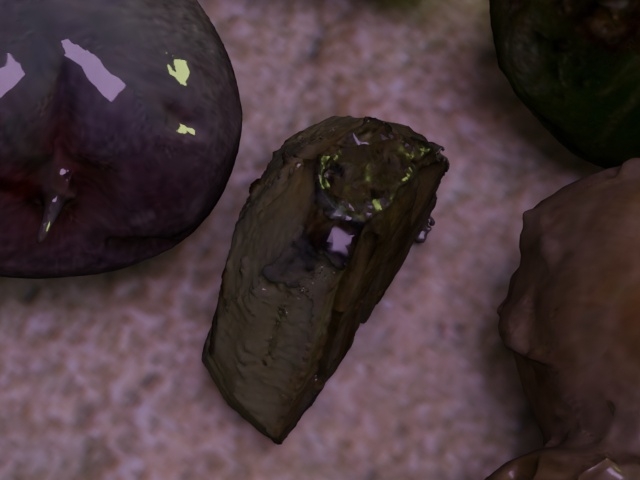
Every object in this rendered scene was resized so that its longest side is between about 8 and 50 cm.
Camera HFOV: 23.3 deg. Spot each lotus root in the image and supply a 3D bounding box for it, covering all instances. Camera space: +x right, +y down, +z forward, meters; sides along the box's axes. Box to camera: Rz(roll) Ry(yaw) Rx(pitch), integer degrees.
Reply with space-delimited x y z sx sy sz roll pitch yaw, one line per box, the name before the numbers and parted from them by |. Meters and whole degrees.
lotus root | -0.002 -0.003 0.678 0.070 0.144 0.143 32 61 9

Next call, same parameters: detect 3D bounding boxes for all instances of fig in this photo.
fig | 0.196 -0.153 0.746 0.203 0.203 0.235 24 49 -2

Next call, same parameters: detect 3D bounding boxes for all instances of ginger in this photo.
ginger | 0.133 0.121 0.647 0.244 0.155 0.304 39 70 7

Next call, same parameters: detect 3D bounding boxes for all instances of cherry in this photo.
cherry | -0.124 -0.065 0.672 0.176 0.140 0.176 7 47 -8
